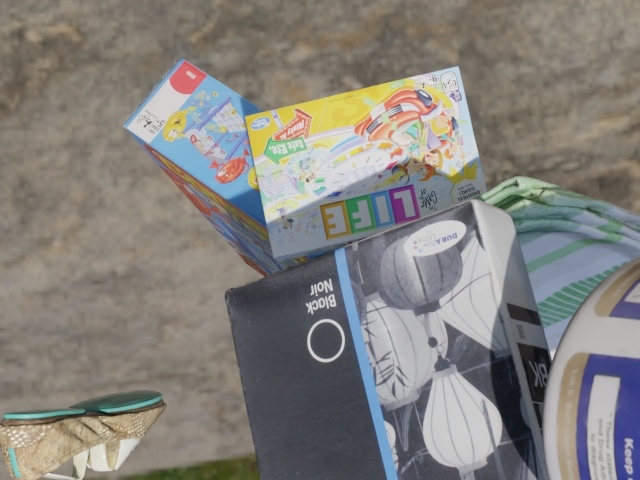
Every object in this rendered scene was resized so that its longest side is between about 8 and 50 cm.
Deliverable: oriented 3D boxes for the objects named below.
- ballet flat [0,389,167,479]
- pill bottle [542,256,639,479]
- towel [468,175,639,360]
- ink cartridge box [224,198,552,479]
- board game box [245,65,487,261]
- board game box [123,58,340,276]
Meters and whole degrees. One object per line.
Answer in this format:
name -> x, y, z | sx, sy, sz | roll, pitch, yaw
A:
ballet flat -> -0.208, 0.174, 1.249 | 0.073, 0.067, 0.206 | -2, 180, 32
pill bottle -> 0.220, 0.079, 0.530 | 0.153, 0.153, 0.264 | 8, 177, -30
towel -> 0.188, 0.054, 0.990 | 0.324, 0.038, 0.248 | 17, 150, -29
ink cartridge box -> 0.060, 0.160, 0.747 | 0.165, 0.333, 0.065 | -21, 163, 24
board game box -> 0.033, -0.053, 0.989 | 0.154, 0.103, 0.026 | -13, 171, 6
board game box -> 0.000, 0.000, 1.344 | 0.086, 0.308, 0.302 | -50, 148, -8
